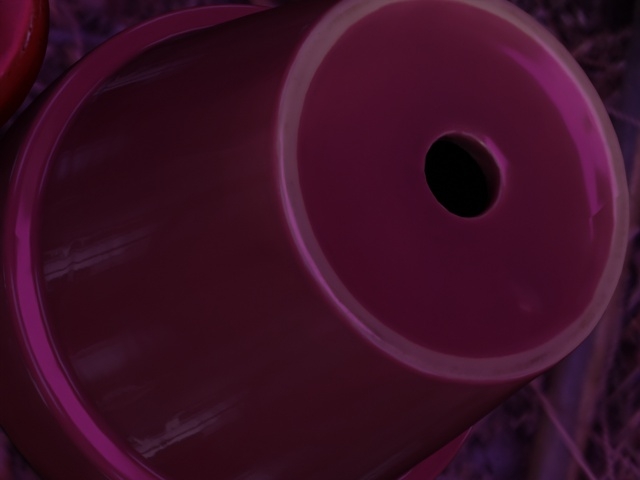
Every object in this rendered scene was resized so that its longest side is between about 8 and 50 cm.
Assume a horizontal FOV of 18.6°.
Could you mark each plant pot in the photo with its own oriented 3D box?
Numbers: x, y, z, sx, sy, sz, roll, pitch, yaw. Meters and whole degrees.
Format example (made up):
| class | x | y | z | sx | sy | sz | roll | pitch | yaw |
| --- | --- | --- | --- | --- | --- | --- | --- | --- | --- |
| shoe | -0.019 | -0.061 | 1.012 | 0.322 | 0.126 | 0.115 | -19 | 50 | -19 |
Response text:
| class | x | y | z | sx | sy | sz | roll | pitch | yaw |
| --- | --- | --- | --- | --- | --- | --- | --- | --- | --- |
| plant pot | 0.000 | 0.000 | 0.664 | 0.201 | 0.180 | 0.201 | 8 | 73 | -27 |

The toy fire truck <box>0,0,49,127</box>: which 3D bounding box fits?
| class | x | y | z | sx | sy | sz | roll | pitch | yaw |
| --- | --- | --- | --- | --- | --- | --- | --- | --- | --- |
| toy fire truck | -0.231 | -0.088 | 0.543 | 0.254 | 0.169 | 0.302 | 45 | 83 | 2 |
